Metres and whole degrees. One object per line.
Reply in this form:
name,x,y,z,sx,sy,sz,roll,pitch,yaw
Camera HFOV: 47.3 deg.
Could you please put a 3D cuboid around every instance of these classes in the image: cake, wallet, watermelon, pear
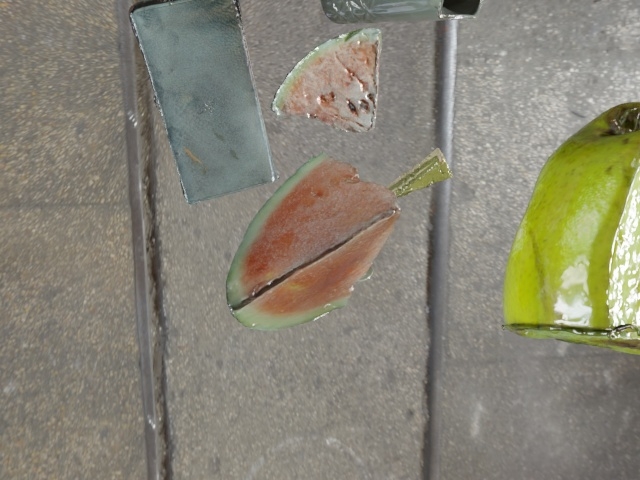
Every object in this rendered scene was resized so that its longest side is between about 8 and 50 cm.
cake,0.182,-0.111,1.368,0.140,0.051,0.055,-35,123,19
wallet,-0.202,-0.256,1.322,0.190,0.046,0.379,-16,120,-8
watermelon,-0.020,-0.004,0.735,0.136,0.207,0.202,43,128,13
pear,0.283,-0.018,0.732,0.238,0.164,0.256,10,85,-40
watermelon,0.021,-0.200,0.999,0.187,0.071,0.139,-36,107,-7

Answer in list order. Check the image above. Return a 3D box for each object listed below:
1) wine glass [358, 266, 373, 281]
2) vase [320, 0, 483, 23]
wine glass,0.082,-0.005,1.636,0.079,0.079,0.196,-8,129,-9
vase,0.142,-0.457,1.275,0.156,0.300,0.251,46,62,-37
